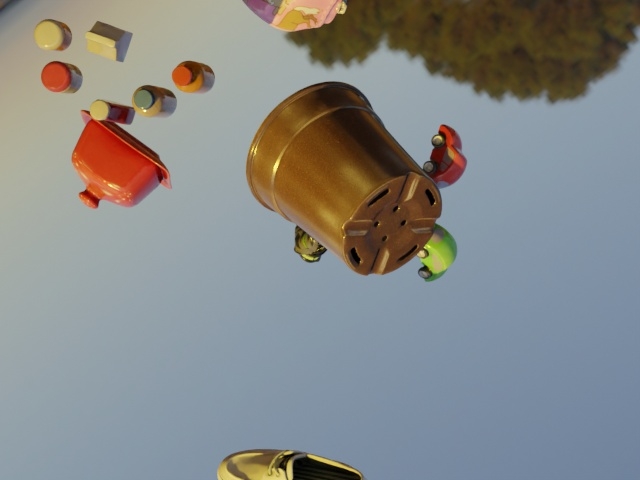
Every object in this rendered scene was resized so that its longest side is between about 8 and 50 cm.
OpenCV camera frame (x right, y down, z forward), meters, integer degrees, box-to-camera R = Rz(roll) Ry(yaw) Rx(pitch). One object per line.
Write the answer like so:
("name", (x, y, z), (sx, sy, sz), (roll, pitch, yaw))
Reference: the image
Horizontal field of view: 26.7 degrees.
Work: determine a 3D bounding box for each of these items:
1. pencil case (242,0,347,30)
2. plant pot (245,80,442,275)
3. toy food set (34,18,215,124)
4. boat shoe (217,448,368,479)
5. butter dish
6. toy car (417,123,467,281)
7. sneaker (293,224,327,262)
("pencil case", (0.033, -0.435, 1.701), (0.167, 0.160, 0.386), (2, 149, -33))
("plant pot", (0.033, -0.056, 1.428), (0.167, 0.167, 0.165), (-41, -131, -3))
("toy food set", (-0.258, -0.205, 1.654), (0.104, 0.232, 0.111), (-27, 138, -82))
("boat shoe", (-0.036, 0.316, 1.842), (0.226, 0.076, 0.083), (5, -129, 15))
("butter dish", (-0.309, -0.099, 1.978), (0.118, 0.160, 0.160), (-54, 179, -10))
("toy car", (0.174, -0.026, 2.034), (0.053, 0.225, 0.239), (14, -132, 28))
("sneaker", (0.000, 0.000, 2.167), (0.188, 0.067, 0.078), (-172, -86, -74))
